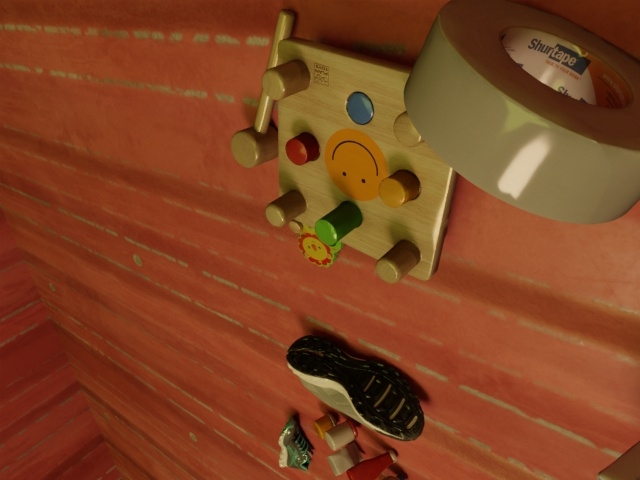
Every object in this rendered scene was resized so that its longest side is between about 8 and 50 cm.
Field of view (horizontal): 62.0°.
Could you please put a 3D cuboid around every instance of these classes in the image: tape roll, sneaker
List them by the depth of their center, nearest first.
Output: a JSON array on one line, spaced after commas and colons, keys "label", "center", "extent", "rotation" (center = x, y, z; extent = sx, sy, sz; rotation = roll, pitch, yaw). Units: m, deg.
[{"label": "tape roll", "center": [0.184, -0.116, 0.444], "extent": [0.219, 0.219, 0.072], "rotation": [39, 137, 17]}, {"label": "sneaker", "center": [0.063, 0.261, 0.929], "extent": [0.272, 0.100, 0.108], "rotation": [25, 146, 35]}, {"label": "sneaker", "center": [-0.050, 0.462, 1.203], "extent": [0.076, 0.065, 0.166], "rotation": [15, 131, 16]}]

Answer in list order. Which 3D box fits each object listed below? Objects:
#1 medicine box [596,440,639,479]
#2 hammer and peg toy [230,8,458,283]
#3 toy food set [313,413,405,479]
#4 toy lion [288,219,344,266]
[{"label": "medicine box", "center": [0.434, 0.339, 0.464], "extent": [0.289, 0.149, 0.263], "rotation": [23, 136, 66]}, {"label": "hammer and peg toy", "center": [0.004, -0.124, 0.680], "extent": [0.361, 0.127, 0.266], "rotation": [27, 133, 28]}, {"label": "toy food set", "center": [0.087, 0.432, 1.037], "extent": [0.232, 0.105, 0.111], "rotation": [60, 157, 21]}, {"label": "toy lion", "center": [0.000, 0.000, 0.848], "extent": [0.100, 0.034, 0.096], "rotation": [-5, 120, 45]}]
